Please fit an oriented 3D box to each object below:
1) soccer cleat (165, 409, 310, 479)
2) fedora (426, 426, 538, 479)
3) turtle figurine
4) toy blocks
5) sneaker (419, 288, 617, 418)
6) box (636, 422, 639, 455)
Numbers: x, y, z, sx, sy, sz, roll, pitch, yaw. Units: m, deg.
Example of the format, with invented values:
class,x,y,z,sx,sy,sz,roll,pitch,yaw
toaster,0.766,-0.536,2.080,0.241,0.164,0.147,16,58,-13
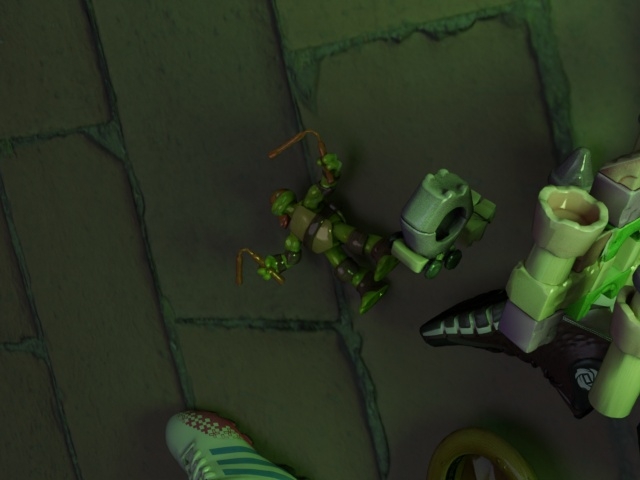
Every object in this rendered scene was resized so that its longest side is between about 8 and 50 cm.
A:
class,x,y,z,sx,sy,sz,roll,pitch,yaw
soccer cleat,-0.156,0.366,1.757,0.331,0.143,0.116,23,119,37
fedora,0.223,0.325,1.424,0.194,0.079,0.194,11,106,43
turtle figurine,0.000,0.000,1.517,0.217,0.087,0.269,39,120,18
toy blocks,0.283,-0.049,1.088,0.309,0.288,0.260,39,134,31
sneaker,0.247,0.138,1.318,0.281,0.106,0.163,-17,95,45
box,0.433,0.206,1.001,0.247,0.142,0.163,22,123,-4
